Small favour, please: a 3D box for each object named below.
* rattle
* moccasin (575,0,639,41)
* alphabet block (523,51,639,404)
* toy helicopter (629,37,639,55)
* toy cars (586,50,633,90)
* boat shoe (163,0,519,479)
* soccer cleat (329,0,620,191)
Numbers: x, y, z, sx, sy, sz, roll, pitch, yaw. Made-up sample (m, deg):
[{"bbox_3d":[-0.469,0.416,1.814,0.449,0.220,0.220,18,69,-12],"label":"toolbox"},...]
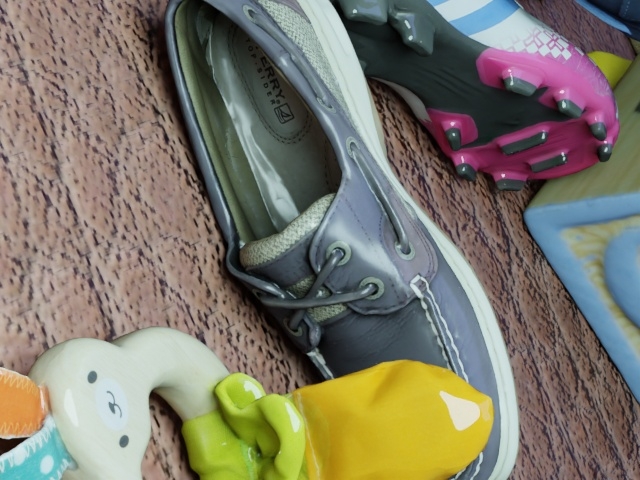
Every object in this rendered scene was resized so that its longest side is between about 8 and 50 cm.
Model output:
[{"bbox_3d":[-0.044,0.077,0.712,0.200,0.143,0.130,41,56,-49],"label":"rattle"},{"bbox_3d":[0.105,-0.227,1.136,0.342,0.138,0.117,58,-7,42],"label":"moccasin"},{"bbox_3d":[0.288,-0.020,1.224,0.197,0.193,0.192,-50,117,-34],"label":"alphabet block"},{"bbox_3d":[0.387,-0.103,1.622,0.355,0.140,0.235,30,53,-33],"label":"toy helicopter"},{"bbox_3d":[0.204,-0.168,1.354,0.393,0.087,0.176,55,31,-22],"label":"toy cars"},{"bbox_3d":[0.000,0.000,0.881,0.092,0.103,0.285,-10,75,-56],"label":"boat shoe"},{"bbox_3d":[0.075,-0.136,1.079,0.331,0.116,0.143,25,51,-51],"label":"soccer cleat"}]
